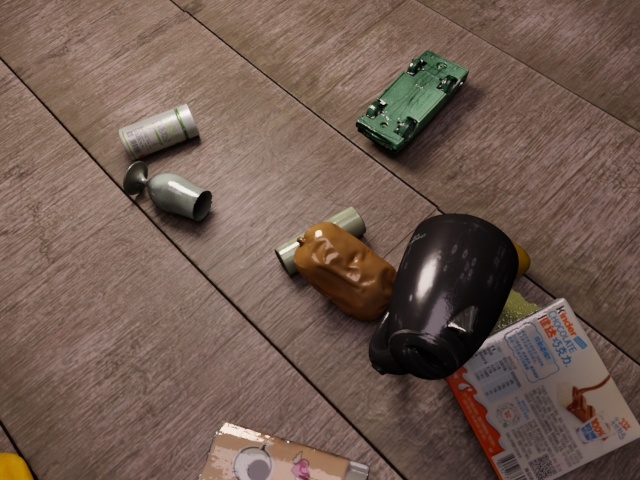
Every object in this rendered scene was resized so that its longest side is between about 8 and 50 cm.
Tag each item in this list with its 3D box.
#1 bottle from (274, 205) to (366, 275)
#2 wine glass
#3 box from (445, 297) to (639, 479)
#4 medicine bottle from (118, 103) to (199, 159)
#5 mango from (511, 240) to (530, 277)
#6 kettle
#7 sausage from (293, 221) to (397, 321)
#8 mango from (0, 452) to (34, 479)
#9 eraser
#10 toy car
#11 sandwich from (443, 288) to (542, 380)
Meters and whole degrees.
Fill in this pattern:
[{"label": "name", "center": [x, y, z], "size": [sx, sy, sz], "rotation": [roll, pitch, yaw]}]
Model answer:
[{"label": "bottle", "center": [0.000, 0.000, 1.226], "size": [0.202, 0.072, 0.072], "rotation": [-29, 64, -11]}, {"label": "wine glass", "center": [-0.361, -0.116, 1.301], "size": [0.202, 0.093, 0.093], "rotation": [23, 66, 15]}, {"label": "box", "center": [0.392, 0.283, 0.996], "size": [0.265, 0.048, 0.273], "rotation": [-27, 80, 3]}, {"label": "medicine bottle", "center": [-0.410, -0.276, 1.392], "size": [0.183, 0.086, 0.086], "rotation": [-23, 63, -8]}, {"label": "mango", "center": [0.321, 0.019, 1.170], "size": [0.253, 0.113, 0.138], "rotation": [12, 64, 8]}, {"label": "kettle", "center": [0.204, 0.129, 1.007], "size": [0.207, 0.268, 0.290], "rotation": [41, 54, -13]}, {"label": "sausage", "center": [0.053, 0.063, 1.141], "size": [0.241, 0.120, 0.136], "rotation": [41, 73, -2]}, {"label": "mango", "center": [-0.578, 0.491, 0.991], "size": [0.145, 0.112, 0.219], "rotation": [-25, 52, -9]}, {"label": "eraser", "center": [-0.071, 0.450, 0.984], "size": [0.291, 0.087, 0.171], "rotation": [13, 65, 11]}, {"label": "toy car", "center": [0.235, -0.347, 1.378], "size": [0.141, 0.097, 0.320], "rotation": [35, 69, 19]}, {"label": "sandwich", "center": [0.374, 0.198, 1.106], "size": [0.245, 0.063, 0.212], "rotation": [7, 59, 7]}]
